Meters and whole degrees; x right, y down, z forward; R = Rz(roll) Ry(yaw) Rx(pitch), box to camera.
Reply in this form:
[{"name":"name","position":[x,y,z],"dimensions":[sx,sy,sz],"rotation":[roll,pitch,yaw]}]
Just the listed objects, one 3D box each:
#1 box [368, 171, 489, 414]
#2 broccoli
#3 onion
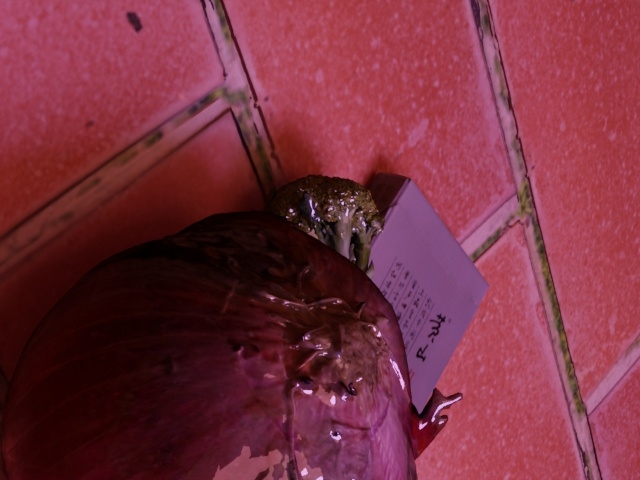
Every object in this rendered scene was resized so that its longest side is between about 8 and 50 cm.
[{"name":"box","position":[0.031,0.137,1.288],"dimensions":[0.365,0.051,0.204],"rotation":[-58,136,-18]},{"name":"broccoli","position":[0.000,0.000,1.170],"dimensions":[0.130,0.131,0.120],"rotation":[5,52,-49]},{"name":"onion","position":[-0.063,0.147,1.003],"dimensions":[0.354,0.354,0.353],"rotation":[-15,111,-44]}]
